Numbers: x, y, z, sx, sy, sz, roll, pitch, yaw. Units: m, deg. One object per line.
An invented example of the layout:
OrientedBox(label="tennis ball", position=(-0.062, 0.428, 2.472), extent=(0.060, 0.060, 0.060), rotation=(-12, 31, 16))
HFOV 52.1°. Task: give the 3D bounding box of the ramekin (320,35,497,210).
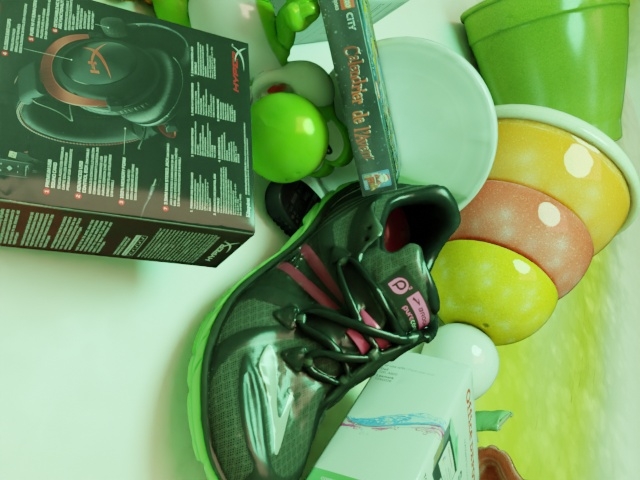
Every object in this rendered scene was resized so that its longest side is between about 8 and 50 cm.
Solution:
OrientedBox(label="ramekin", position=(0.127, -0.160, 0.964), extent=(0.273, 0.272, 0.127), rotation=(62, 26, -8))

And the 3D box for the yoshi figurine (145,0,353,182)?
OrientedBox(label="yoshi figurine", position=(-0.088, -0.214, 0.794), extent=(0.203, 0.203, 0.362), rotation=(-45, 107, -21))

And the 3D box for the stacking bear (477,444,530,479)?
OrientedBox(label="stacking bear", position=(0.321, 0.439, 0.982), extent=(0.164, 0.175, 0.289), rotation=(-56, 136, -2))

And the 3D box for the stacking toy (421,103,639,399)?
OrientedBox(label="stacking toy", position=(0.284, 0.051, 1.074), extent=(0.350, 0.350, 0.480), rotation=(43, 64, -27))

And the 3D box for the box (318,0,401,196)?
OrientedBox(label="box", position=(0.055, -0.187, 0.818), extent=(0.159, 0.044, 0.233), rotation=(-60, 138, -71))

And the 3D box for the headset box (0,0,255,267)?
OrientedBox(label="headset box", position=(-0.217, -0.104, 0.607), extent=(0.293, 0.110, 0.218), rotation=(7, 66, -28))

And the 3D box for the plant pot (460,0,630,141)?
OrientedBox(label="plant pot", position=(0.530, -0.376, 1.487), extent=(0.366, 0.366, 0.353), rotation=(-18, 99, -51))

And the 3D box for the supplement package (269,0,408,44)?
OrientedBox(label="supplement package", position=(0.013, -0.404, 1.035), extent=(0.244, 0.133, 0.139), rotation=(-28, 94, -51))

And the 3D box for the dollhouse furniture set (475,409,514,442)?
OrientedBox(label="dollhouse furniture set", position=(0.229, 0.277, 1.011), extent=(0.151, 0.076, 0.059), rotation=(-19, 88, -50))

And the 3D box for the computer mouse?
OrientedBox(label="computer mouse", position=(0.000, 0.000, 0.916), extent=(0.242, 0.041, 0.071), rotation=(49, 51, -32))

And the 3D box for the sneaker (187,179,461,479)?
OrientedBox(label="sneaker", position=(0.022, 0.079, 0.744), extent=(0.185, 0.202, 0.483), rotation=(53, 49, -27))

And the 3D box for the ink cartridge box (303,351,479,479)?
OrientedBox(label="ink cartridge box", position=(0.088, 0.292, 0.757), extent=(0.278, 0.117, 0.201), rotation=(-45, 133, -49))
